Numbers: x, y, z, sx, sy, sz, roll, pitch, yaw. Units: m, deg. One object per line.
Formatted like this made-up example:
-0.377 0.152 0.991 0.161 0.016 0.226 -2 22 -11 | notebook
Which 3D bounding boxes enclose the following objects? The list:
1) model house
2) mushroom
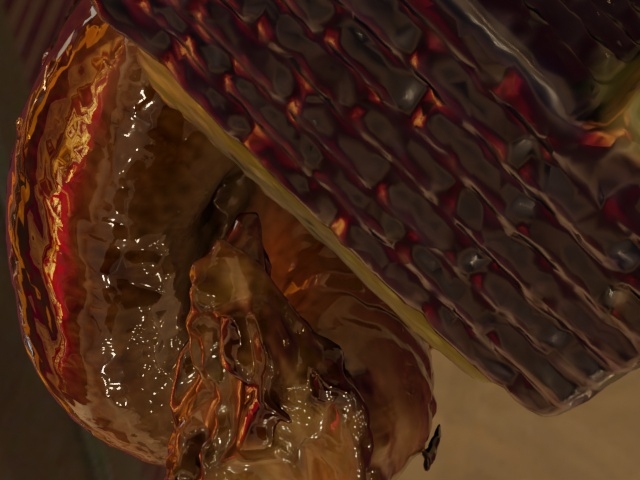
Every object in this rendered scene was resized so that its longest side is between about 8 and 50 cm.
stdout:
0.047 -0.071 0.498 0.194 0.170 0.211 45 178 0 | model house
-0.003 -0.021 0.913 0.334 0.331 0.356 -11 -163 -35 | mushroom
